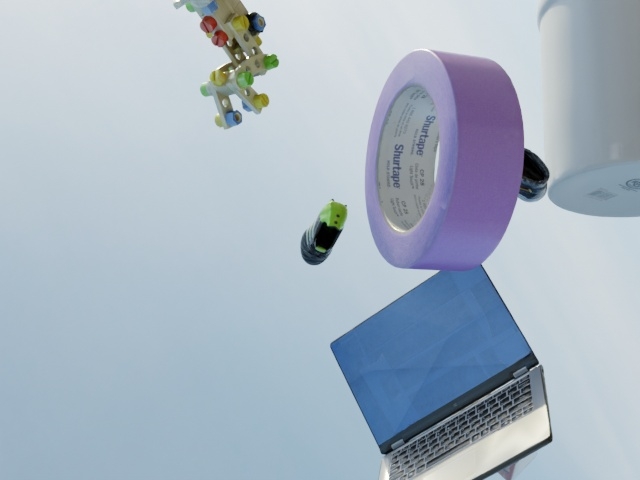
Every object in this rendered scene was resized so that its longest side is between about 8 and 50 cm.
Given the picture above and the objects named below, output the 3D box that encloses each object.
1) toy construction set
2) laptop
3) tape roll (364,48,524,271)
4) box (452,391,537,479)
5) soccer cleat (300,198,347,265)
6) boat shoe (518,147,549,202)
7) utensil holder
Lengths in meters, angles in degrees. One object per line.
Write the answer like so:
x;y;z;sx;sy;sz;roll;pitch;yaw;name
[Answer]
-0.195;-0.400;1.676;0.215;0.151;0.327;-64;-32;-34;toy construction set
0.200;0.278;1.633;0.236;0.382;0.408;50;-160;-9;laptop
0.147;-0.099;1.091;0.090;0.275;0.274;3;-122;-18;tape roll
0.366;0.401;1.802;0.091;0.130;0.170;-40;-119;-19;box
0.000;0.000;1.514;0.060;0.179;0.072;21;-129;-6;soccer cleat
0.277;-0.134;1.334;0.183;0.065;0.083;36;170;14;boat shoe
0.569;-0.269;1.579;0.328;0.328;0.385;20;-114;-45;utensil holder
